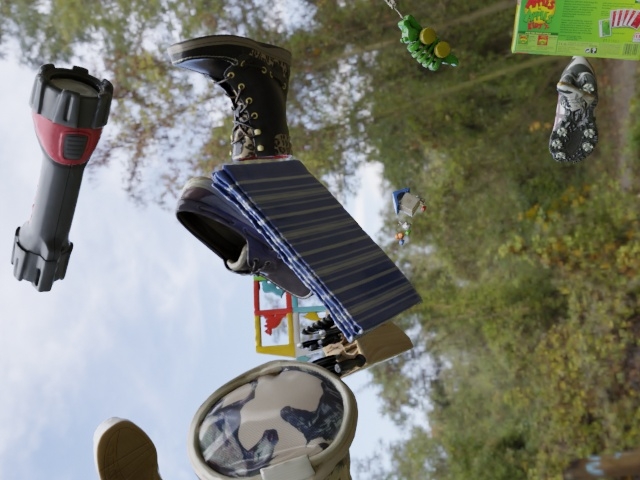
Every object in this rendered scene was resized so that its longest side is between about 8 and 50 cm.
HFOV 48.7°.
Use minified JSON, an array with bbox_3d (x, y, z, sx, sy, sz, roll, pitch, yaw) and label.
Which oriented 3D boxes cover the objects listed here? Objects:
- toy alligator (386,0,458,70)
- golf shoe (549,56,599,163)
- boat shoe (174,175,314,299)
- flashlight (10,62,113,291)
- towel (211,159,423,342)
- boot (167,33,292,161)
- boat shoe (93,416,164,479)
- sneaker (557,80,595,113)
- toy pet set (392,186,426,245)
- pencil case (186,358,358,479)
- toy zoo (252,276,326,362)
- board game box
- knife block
[{"bbox_3d":[0.170,-0.360,1.267,0.190,0.051,0.056,35,176,-23],"label":"toy alligator"},{"bbox_3d":[0.596,-0.299,1.639,0.272,0.105,0.120,80,-157,-48],"label":"golf shoe"},{"bbox_3d":[-0.122,0.015,1.164,0.285,0.103,0.092,41,-138,-16],"label":"boat shoe"},{"bbox_3d":[-0.363,-0.084,0.965,0.304,0.103,0.103,-65,-4,29],"label":"flashlight"},{"bbox_3d":[0.000,0.000,1.106,0.336,0.040,0.243,49,-152,14],"label":"towel"},{"bbox_3d":[-0.199,-0.340,1.727,0.377,0.138,0.284,-9,-85,-55],"label":"boot"},{"bbox_3d":[-0.324,0.377,1.184,0.096,0.098,0.277,38,148,40],"label":"boat shoe"},{"bbox_3d":[0.382,-0.213,1.069,0.083,0.037,0.032,12,-149,-37],"label":"sneaker"},{"bbox_3d":[0.201,-0.071,1.729,0.122,0.065,0.114,-55,-20,-17],"label":"toy pet set"},{"bbox_3d":[-0.031,0.316,0.734,0.183,0.160,0.410,-129,29,-53],"label":"pencil case"},{"bbox_3d":[-0.068,0.169,1.731,0.030,0.193,0.293,79,-173,-74],"label":"toy zoo"},{"bbox_3d":[0.380,-0.320,1.041,0.043,0.181,0.092,-64,-22,-65],"label":"board game box"},{"bbox_3d":[0.076,0.240,1.471,0.276,0.088,0.242,41,-146,-26],"label":"knife block"}]
